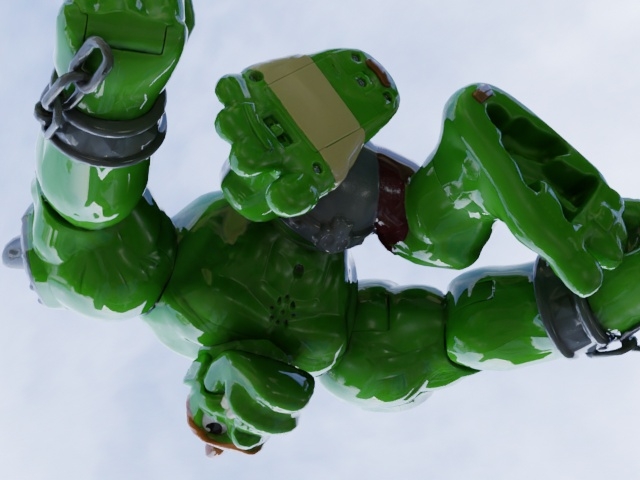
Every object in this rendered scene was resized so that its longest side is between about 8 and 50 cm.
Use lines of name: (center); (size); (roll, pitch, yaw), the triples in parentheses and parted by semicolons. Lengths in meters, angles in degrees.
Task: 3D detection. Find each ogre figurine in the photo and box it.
ogre figurine: (0.000, 0.000, 0.543); (0.197, 0.118, 0.097); (2, -120, -36)
